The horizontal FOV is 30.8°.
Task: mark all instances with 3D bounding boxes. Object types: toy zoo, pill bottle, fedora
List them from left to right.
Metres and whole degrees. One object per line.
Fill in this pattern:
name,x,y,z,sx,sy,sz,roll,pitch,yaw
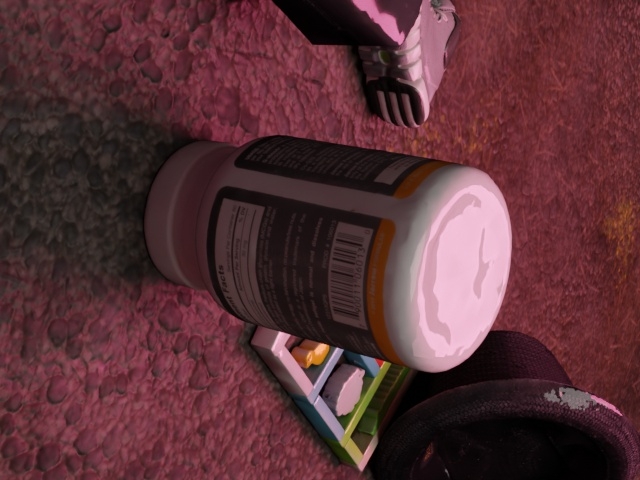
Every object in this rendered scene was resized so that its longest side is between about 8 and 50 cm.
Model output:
pill bottle,0.000,0.000,0.944,0.162,0.279,0.162,-20,116,-49
toy zoo,0.026,0.090,1.214,0.192,0.030,0.293,-57,140,-25
fedora,0.214,0.212,1.358,0.334,0.334,0.152,55,27,-45

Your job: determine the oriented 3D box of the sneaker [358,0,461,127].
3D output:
sneaker,0.088,-0.237,1.169,0.132,0.086,0.228,-55,148,-35

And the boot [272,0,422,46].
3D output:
boot,-0.010,-0.396,0.846,0.445,0.146,0.367,34,82,-48
